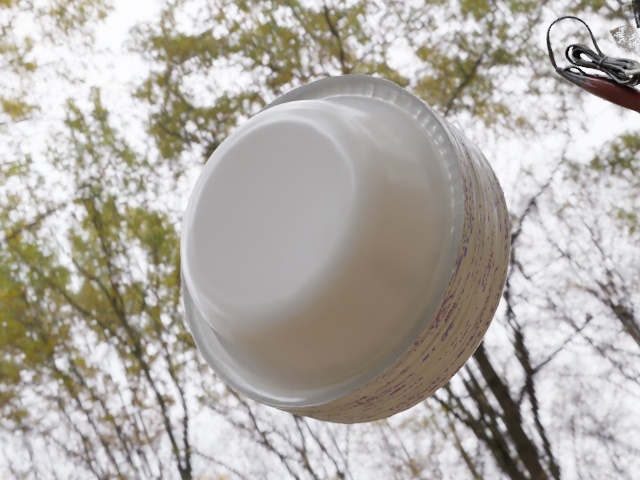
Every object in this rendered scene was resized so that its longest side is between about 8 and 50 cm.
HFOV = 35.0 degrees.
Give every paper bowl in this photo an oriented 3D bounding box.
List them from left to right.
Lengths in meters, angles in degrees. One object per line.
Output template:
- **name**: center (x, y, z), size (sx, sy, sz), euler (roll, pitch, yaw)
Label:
- **paper bowl**: center (0.000, 0.000, 0.834), size (0.284, 0.284, 0.148), euler (-39, -36, 17)

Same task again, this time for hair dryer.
- **hair dryer**: center (0.449, -0.200, 1.406), size (0.080, 0.293, 0.224), euler (-28, 8, -22)
